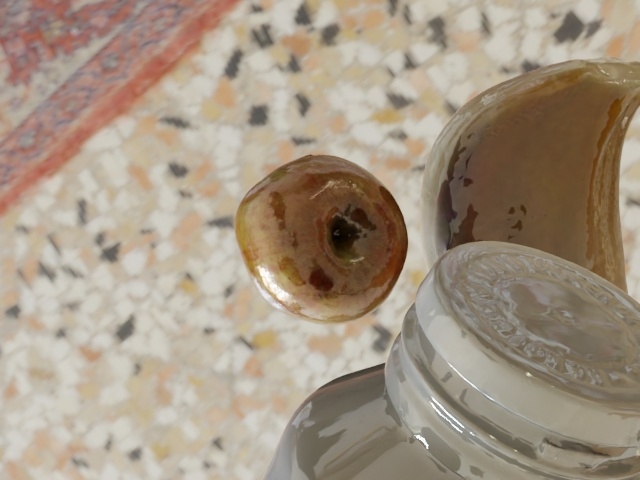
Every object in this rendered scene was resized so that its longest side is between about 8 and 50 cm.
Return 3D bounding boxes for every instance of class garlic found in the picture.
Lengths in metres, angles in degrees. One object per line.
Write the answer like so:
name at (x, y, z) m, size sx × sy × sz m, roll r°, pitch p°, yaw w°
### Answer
garlic at (0.119, 0.010, 0.886) m, size 0.129 × 0.090 × 0.198 m, roll -8°, pitch 90°, yaw 14°

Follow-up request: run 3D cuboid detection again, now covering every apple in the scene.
apple at (0.000, 0.000, 0.841) m, size 0.084 × 0.071 × 0.084 m, roll 2°, pitch 82°, yaw -17°

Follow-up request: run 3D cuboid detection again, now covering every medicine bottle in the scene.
medicine bottle at (0.039, 0.112, 0.601) m, size 0.135 × 0.135 × 0.215 m, roll 29°, pitch 118°, yaw 10°
